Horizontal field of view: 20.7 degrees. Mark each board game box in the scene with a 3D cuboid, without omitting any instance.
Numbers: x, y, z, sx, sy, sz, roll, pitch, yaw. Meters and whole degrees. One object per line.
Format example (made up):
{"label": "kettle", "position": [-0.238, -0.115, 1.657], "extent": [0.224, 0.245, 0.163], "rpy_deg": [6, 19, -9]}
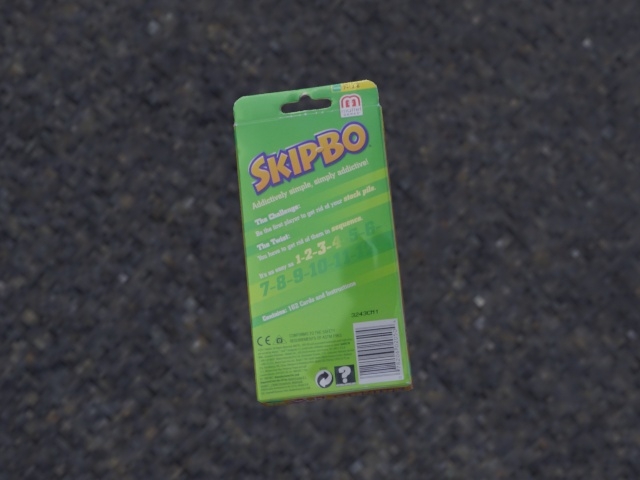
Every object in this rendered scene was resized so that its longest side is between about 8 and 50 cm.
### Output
{"label": "board game box", "position": [0.000, 0.000, 1.426], "extent": [0.124, 0.039, 0.260], "rpy_deg": [-7, 76, 5]}
